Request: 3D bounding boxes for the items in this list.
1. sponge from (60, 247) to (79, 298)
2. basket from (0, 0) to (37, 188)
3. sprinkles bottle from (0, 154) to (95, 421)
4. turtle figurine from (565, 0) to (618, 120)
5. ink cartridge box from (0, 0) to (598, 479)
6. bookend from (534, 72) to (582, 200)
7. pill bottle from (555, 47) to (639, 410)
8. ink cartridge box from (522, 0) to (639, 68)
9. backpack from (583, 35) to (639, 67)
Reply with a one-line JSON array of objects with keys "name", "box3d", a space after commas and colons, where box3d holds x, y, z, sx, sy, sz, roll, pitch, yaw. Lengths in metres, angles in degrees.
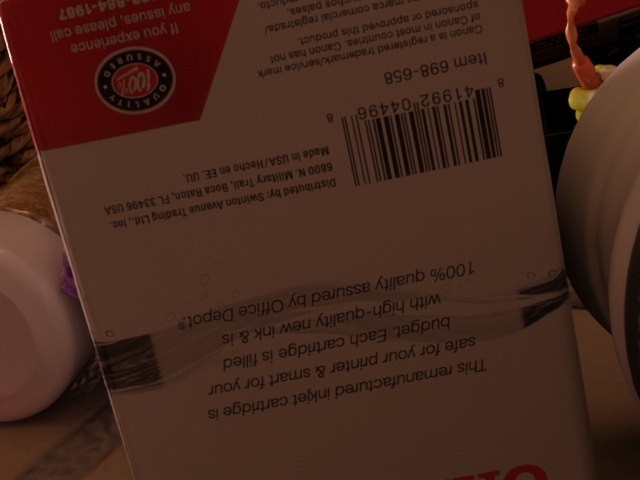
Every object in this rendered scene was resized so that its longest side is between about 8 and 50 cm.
[{"name": "sponge", "box3d": [-0.031, 0.022, 0.760, 0.210, 0.031, 0.117, 16, 26, 8]}, {"name": "basket", "box3d": [-0.357, -0.034, 1.019, 0.299, 0.223, 0.213, -5, 39, 14]}, {"name": "sprinkles bottle", "box3d": [-0.158, -0.014, 0.908, 0.121, 0.121, 0.355, -6, 22, 17]}, {"name": "turtle figurine", "box3d": [0.235, -0.081, 0.719, 0.087, 0.217, 0.269, 9, 29, 43]}, {"name": "ink cartridge box", "box3d": [0.000, 0.000, 0.579, 0.197, 0.273, 0.114, -11, 18, 4]}, {"name": "bookend", "box3d": [0.226, -0.074, 0.908, 0.157, 0.072, 0.156, -8, 21, 11]}, {"name": "pill bottle", "box3d": [0.227, 0.033, 0.450, 0.210, 0.210, 0.363, -16, 22, -8]}, {"name": "ink cartridge box", "box3d": [0.225, -0.216, 0.886, 0.309, 0.130, 0.272, -18, -1, 13]}, {"name": "backpack", "box3d": [0.299, -0.199, 1.147, 0.120, 0.098, 0.101, 7, 25, 42]}]
